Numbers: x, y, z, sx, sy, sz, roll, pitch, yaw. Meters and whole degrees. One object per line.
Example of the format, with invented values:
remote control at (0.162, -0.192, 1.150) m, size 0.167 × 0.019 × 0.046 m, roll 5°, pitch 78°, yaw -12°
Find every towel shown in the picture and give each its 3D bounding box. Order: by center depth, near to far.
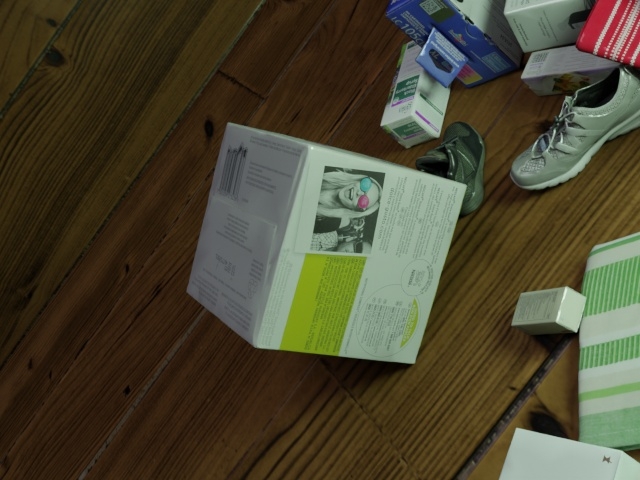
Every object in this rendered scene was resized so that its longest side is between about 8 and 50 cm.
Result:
towel at (0.464, 0.120, 1.136) m, size 0.247 × 0.038 × 0.325 m, roll -23°, pitch 46°, yaw 43°
towel at (0.560, -0.342, 1.297) m, size 0.274 × 0.031 × 0.199 m, roll 24°, pitch 77°, yaw 25°

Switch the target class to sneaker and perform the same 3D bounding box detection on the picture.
sneaker at (0.425, -0.198, 1.403) m, size 0.281 × 0.115 × 0.105 m, roll -40°, pitch 35°, yaw 24°
sneaker at (0.249, -0.168, 1.605) m, size 0.087 × 0.130 × 0.228 m, roll -27°, pitch 39°, yaw 36°

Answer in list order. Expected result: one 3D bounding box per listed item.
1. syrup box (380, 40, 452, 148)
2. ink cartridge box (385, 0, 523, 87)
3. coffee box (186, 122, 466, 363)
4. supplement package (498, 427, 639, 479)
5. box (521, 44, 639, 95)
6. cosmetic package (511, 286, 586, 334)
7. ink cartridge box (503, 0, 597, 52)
syrup box at (0.218, -0.328, 1.826) m, size 0.093 × 0.096 × 0.237 m, roll -15°, pitch 49°, yaw 47°
ink cartridge box at (0.298, -0.507, 1.715) m, size 0.151 × 0.270 × 0.396 m, roll -17°, pitch 48°, yaw 48°
coffee box at (0.000, 0.000, 1.512) m, size 0.337 × 0.334 × 0.338 m, roll 27°, pitch 104°, yaw 58°
supplement package at (0.310, 0.353, 0.966) m, size 0.149 × 0.203 × 0.194 m, roll 0°, pitch 61°, yaw 54°
box at (0.497, -0.305, 1.456) m, size 0.324 × 0.063 × 0.067 m, roll 5°, pitch 66°, yaw 55°
cosmetic package at (0.345, 0.109, 1.269) m, size 0.115 × 0.041 × 0.060 m, roll -18°, pitch 48°, yaw 68°
ink cartridge box at (0.491, -0.471, 1.511) m, size 0.272 × 0.114 × 0.197 m, roll -4°, pitch 57°, yaw 35°
